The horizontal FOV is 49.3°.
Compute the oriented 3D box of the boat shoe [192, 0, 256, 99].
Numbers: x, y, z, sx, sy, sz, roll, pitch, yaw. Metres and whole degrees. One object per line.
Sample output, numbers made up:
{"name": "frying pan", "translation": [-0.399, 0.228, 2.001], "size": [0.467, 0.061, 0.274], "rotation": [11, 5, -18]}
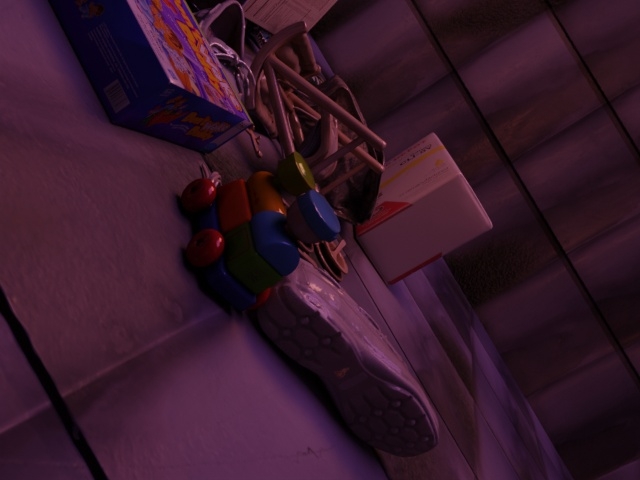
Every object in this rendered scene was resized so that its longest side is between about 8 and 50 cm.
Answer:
{"name": "boat shoe", "translation": [-0.157, -0.287, 1.068], "size": [0.118, 0.103, 0.320], "rotation": [51, 14, -32]}

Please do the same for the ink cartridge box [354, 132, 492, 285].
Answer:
{"name": "ink cartridge box", "translation": [0.230, -0.091, 1.725], "size": [0.160, 0.279, 0.385], "rotation": [54, 13, -18]}

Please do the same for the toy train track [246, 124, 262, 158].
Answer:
{"name": "toy train track", "translation": [-0.110, -0.173, 1.198], "size": [0.048, 0.014, 0.083], "rotation": [46, 19, -46]}

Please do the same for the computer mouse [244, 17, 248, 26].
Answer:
{"name": "computer mouse", "translation": [-0.236, -0.562, 1.578], "size": [0.071, 0.041, 0.242], "rotation": [11, 43, -57]}

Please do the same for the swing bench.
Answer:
{"name": "swing bench", "translation": [-0.020, -0.200, 1.208], "size": [0.255, 0.165, 0.253], "rotation": [57, 4, 6]}

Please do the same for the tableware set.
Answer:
{"name": "tableware set", "translation": [0.000, 0.000, 1.165], "size": [0.194, 0.039, 0.128], "rotation": [44, 19, -49]}

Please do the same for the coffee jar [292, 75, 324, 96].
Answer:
{"name": "coffee jar", "translation": [-0.045, -0.392, 1.767], "size": [0.079, 0.096, 0.184], "rotation": [65, 13, 12]}

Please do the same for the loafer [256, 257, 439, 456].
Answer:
{"name": "loafer", "translation": [0.045, 0.142, 0.845], "size": [0.319, 0.112, 0.111], "rotation": [53, 22, -25]}

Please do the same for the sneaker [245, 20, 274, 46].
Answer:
{"name": "sneaker", "translation": [-0.177, -0.547, 1.743], "size": [0.073, 0.063, 0.162], "rotation": [45, -1, 33]}

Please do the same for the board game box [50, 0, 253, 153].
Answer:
{"name": "board game box", "translation": [-0.232, -0.285, 0.835], "size": [0.347, 0.078, 0.233], "rotation": [61, 13, 8]}

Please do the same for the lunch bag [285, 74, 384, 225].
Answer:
{"name": "lunch bag", "translation": [0.044, -0.188, 1.497], "size": [0.235, 0.168, 0.287], "rotation": [-92, 157, -72]}

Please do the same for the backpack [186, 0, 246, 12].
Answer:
{"name": "backpack", "translation": [-0.198, -0.476, 1.324], "size": [0.084, 0.114, 0.105], "rotation": [44, 0, 45]}

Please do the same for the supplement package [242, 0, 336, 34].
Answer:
{"name": "supplement package", "translation": [-0.111, -0.615, 1.577], "size": [0.262, 0.198, 0.199], "rotation": [10, 44, -57]}

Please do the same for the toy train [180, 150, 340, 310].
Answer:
{"name": "toy train", "translation": [-0.070, -0.053, 0.775], "size": [0.105, 0.143, 0.248], "rotation": [49, 16, -40]}
